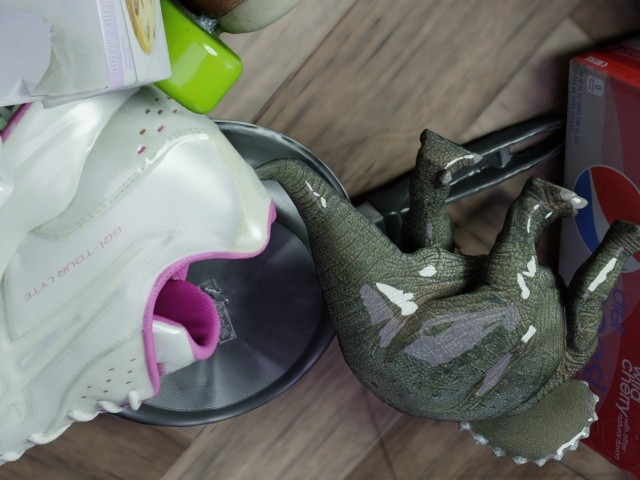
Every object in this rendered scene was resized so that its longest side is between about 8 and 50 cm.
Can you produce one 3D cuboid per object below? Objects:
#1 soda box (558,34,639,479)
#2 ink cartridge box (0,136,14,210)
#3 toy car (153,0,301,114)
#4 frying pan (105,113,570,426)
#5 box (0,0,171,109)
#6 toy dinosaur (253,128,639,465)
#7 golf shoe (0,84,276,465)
[{"bbox_3d":[0.201,0.013,0.763,0.083,0.092,0.263,-21,125,-28],"label":"soda box"},{"bbox_3d":[-0.277,0.050,0.523,0.119,0.207,0.353,28,106,-32],"label":"ink cartridge box"},{"bbox_3d":[-0.078,-0.176,0.527,0.188,0.149,0.155,37,97,-22],"label":"toy car"},{"bbox_3d":[-0.006,0.026,0.724,0.326,0.053,0.197,-2,120,-18],"label":"frying pan"},{"bbox_3d":[-0.116,-0.209,0.447,0.063,0.067,0.324,-6,99,13],"label":"box"},{"bbox_3d":[0.083,0.041,0.682,0.313,0.121,0.160,20,94,-50],"label":"toy dinosaur"},{"bbox_3d":[-0.136,0.057,0.610,0.140,0.115,0.306,31,117,-8],"label":"golf shoe"}]
